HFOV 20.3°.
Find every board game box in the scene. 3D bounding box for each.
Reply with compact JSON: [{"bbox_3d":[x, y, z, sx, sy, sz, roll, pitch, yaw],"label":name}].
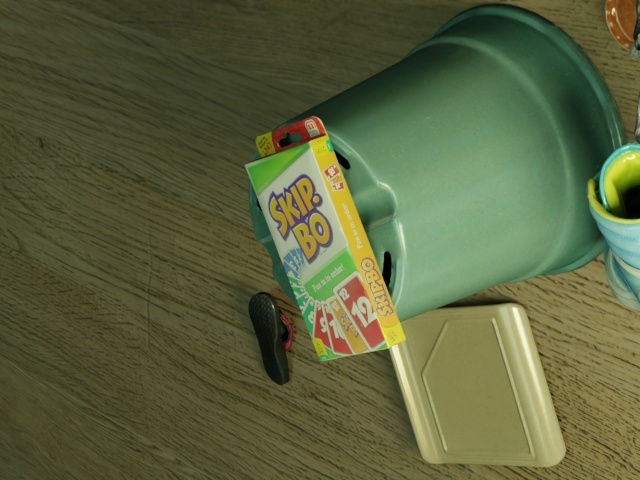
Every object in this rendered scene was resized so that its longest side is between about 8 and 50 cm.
[{"bbox_3d":[0.000,0.000,1.934,0.124,0.039,0.259,-16,94,51],"label":"board game box"}]

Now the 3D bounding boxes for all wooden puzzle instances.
[{"bbox_3d":[0.203,0.188,2.337,0.238,0.044,0.221,-8,103,47],"label":"wooden puzzle"}]

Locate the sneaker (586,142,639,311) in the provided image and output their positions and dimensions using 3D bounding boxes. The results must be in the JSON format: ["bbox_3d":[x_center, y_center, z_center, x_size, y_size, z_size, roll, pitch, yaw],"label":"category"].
[{"bbox_3d":[0.344,-0.024,1.877,0.208,0.127,0.319,61,180,-16],"label":"sneaker"}]

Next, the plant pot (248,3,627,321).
[{"bbox_3d":[0.120,-0.063,2.056,0.341,0.334,0.341,27,129,39],"label":"plant pot"}]

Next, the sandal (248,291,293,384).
[{"bbox_3d":[-0.067,0.137,2.633,0.067,0.040,0.179,38,149,39],"label":"sandal"}]

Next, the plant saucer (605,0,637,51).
[{"bbox_3d":[0.347,-0.246,1.949,0.083,0.013,0.083,25,126,39],"label":"plant saucer"}]

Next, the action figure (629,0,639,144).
[{"bbox_3d":[0.385,-0.208,1.803,0.164,0.276,0.141,1,150,23],"label":"action figure"}]
